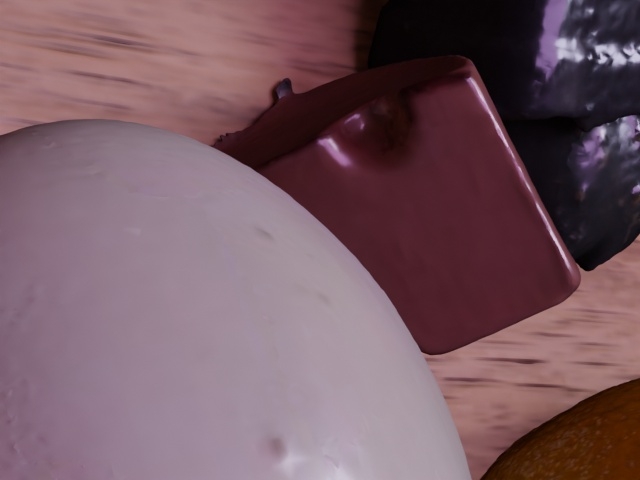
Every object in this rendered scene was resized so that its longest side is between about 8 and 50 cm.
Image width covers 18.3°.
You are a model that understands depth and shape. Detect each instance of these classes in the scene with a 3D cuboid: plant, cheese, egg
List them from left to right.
[{"bbox_3d":[-0.078,0.118,0.700,0.283,0.283,0.345,21,58,-39],"label":"egg"},{"bbox_3d":[0.025,-0.012,0.911,0.203,0.177,0.128,-37,104,-44],"label":"cheese"},{"bbox_3d":[0.120,-0.112,1.043,0.164,0.142,0.256,-7,105,-35],"label":"plant"}]

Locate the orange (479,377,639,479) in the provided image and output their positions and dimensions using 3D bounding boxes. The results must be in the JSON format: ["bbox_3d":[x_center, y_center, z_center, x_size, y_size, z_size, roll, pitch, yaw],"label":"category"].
[{"bbox_3d":[0.162,0.171,0.800,0.264,0.264,0.264,15,67,-41],"label":"orange"}]
